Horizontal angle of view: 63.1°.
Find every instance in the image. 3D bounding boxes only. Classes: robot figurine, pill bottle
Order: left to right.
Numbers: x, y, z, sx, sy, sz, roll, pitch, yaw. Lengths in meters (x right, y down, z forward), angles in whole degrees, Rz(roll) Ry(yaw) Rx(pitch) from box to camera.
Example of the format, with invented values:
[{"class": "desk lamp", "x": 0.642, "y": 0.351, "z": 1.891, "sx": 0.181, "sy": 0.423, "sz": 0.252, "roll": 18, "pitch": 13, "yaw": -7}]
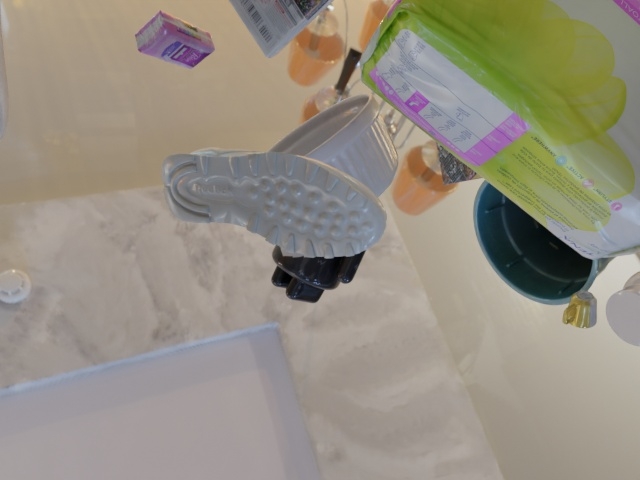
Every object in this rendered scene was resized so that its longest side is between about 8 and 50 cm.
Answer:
[{"class": "robot figurine", "x": -0.003, "y": -0.001, "z": 1.155, "sx": 0.209, "sy": 0.173, "sz": 0.278, "roll": 28, "pitch": -81, "yaw": 3}, {"class": "pill bottle", "x": 0.576, "y": 0.093, "z": 0.844, "sx": 0.221, "sy": 0.124, "sz": 0.124, "roll": -14, "pitch": -112, "yaw": -23}]

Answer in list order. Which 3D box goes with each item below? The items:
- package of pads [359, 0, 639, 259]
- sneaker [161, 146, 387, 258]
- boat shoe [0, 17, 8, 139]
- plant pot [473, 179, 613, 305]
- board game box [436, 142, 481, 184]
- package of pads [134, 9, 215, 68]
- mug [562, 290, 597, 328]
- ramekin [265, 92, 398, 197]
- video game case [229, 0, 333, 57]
[{"class": "package of pads", "x": 0.205, "y": -0.150, "z": 0.467, "sx": 0.296, "sy": 0.101, "sz": 0.229, "roll": 36, "pitch": -114, "yaw": -7}, {"class": "sneaker", "x": -0.039, "y": -0.050, "z": 0.499, "sx": 0.235, "sy": 0.090, "sz": 0.095, "roll": 17, "pitch": -158, "yaw": 26}, {"class": "boat shoe", "x": -0.318, "y": -0.210, "z": 0.357, "sx": 0.135, "sy": 0.367, "sz": 0.156, "roll": 9, "pitch": -154, "yaw": -8}, {"class": "plant pot", "x": 0.615, "y": -0.070, "z": 1.261, "sx": 0.334, "sy": 0.341, "sz": 0.341, "roll": -25, "pitch": -107, "yaw": -23}, {"class": "board game box", "x": 0.305, "y": -0.205, "z": 1.057, "sx": 0.042, "sy": 0.243, "sz": 0.165, "roll": -11, "pitch": -86, "yaw": -11}, {"class": "package of pads", "x": -0.172, "y": -0.235, "z": 0.618, "sx": 0.083, "sy": 0.050, "sz": 0.032, "roll": -3, "pitch": -109, "yaw": -60}, {"class": "mug", "x": 0.547, "y": 0.144, "z": 1.090, "sx": 0.062, "sy": 0.064, "sz": 0.078, "roll": 13, "pitch": -142, "yaw": 30}, {"class": "ramekin", "x": 0.011, "y": -0.105, "z": 0.736, "sx": 0.207, "sy": 0.207, "sz": 0.109, "roll": -49, "pitch": -65, "yaw": -32}, {"class": "video game case", "x": -0.056, "y": -0.325, "z": 0.556, "sx": 0.190, "sy": 0.173, "sz": 0.022, "roll": 56, "pitch": -136, "yaw": -8}]
